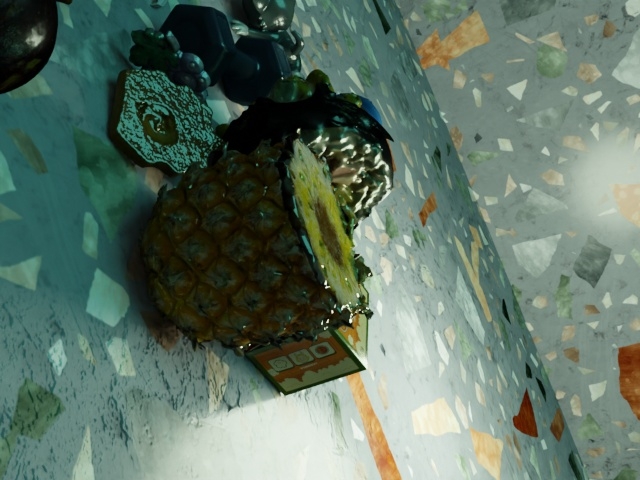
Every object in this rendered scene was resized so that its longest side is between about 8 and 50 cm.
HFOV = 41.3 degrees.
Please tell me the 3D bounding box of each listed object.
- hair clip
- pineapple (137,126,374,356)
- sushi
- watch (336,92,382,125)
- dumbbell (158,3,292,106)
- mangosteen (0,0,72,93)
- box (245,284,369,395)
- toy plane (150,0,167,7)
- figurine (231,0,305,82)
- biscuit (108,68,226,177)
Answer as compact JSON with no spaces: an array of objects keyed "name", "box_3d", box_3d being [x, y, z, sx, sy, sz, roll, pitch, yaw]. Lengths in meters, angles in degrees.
[{"name":"hair clip","box_3d":[-0.254,-0.297,1.478,0.195,0.124,0.052,50,34,-38]},{"name":"pineapple","box_3d":[-0.100,0.022,1.321,0.352,0.300,0.352,47,31,-39]},{"name":"sushi","box_3d":[-0.053,-0.169,1.611,0.329,0.328,0.285,25,34,-39]},{"name":"watch","box_3d":[0.042,-0.265,2.023,0.196,0.200,0.171,59,28,-31]},{"name":"dumbbell","box_3d":[-0.182,-0.354,1.672,0.143,0.156,0.316,44,15,19]},{"name":"mangosteen","box_3d":[-0.385,-0.306,1.007,0.231,0.289,0.231,46,-16,18]},{"name":"box","box_3d":[-0.021,0.146,1.548,0.148,0.177,0.195,52,28,-33]},{"name":"toy plane","box_3d":[-0.289,-0.569,1.668,0.255,0.101,0.251,9,74,-64]},{"name":"figurine","box_3d":[-0.112,-0.491,1.962,0.193,0.140,0.265,-7,61,-50]},{"name":"biscuit","box_3d":[-0.252,-0.189,1.426,0.215,0.034,0.182,22,60,-36]}]
